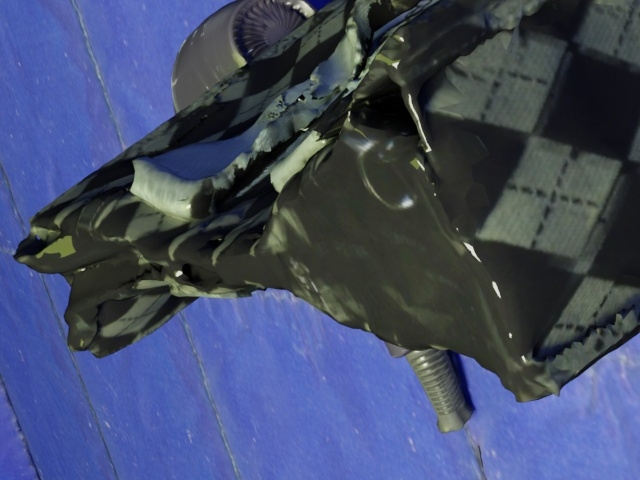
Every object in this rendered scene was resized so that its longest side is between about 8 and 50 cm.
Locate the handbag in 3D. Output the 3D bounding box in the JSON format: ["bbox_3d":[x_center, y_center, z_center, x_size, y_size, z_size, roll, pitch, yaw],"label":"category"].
[{"bbox_3d":[0.046,-0.046,0.566,0.416,0.317,0.180,-3,115,60],"label":"handbag"}]

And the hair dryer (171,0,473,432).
[{"bbox_3d":[0.000,0.000,0.920,0.361,0.121,0.301,57,159,5],"label":"hair dryer"}]
